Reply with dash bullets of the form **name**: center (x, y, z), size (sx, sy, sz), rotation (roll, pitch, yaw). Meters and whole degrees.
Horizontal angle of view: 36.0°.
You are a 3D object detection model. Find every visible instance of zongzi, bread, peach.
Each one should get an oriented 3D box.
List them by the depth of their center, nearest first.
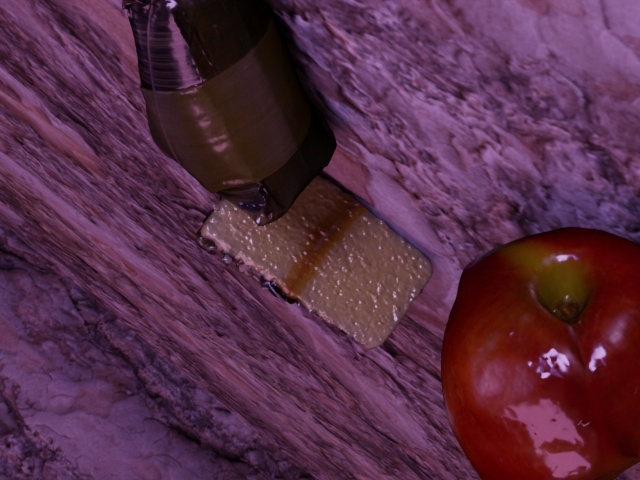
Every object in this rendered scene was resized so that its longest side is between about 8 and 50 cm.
- **peach**: center (0.250, 0.152, 0.965), size (0.281, 0.281, 0.338), rotation (18, 142, 34)
- **zongzi**: center (-0.157, -0.185, 1.047), size (0.317, 0.154, 0.289), rotation (20, 144, 43)
- **bread**: center (0.000, 0.000, 1.211), size (0.266, 0.142, 0.178), rotation (37, -163, -7)
